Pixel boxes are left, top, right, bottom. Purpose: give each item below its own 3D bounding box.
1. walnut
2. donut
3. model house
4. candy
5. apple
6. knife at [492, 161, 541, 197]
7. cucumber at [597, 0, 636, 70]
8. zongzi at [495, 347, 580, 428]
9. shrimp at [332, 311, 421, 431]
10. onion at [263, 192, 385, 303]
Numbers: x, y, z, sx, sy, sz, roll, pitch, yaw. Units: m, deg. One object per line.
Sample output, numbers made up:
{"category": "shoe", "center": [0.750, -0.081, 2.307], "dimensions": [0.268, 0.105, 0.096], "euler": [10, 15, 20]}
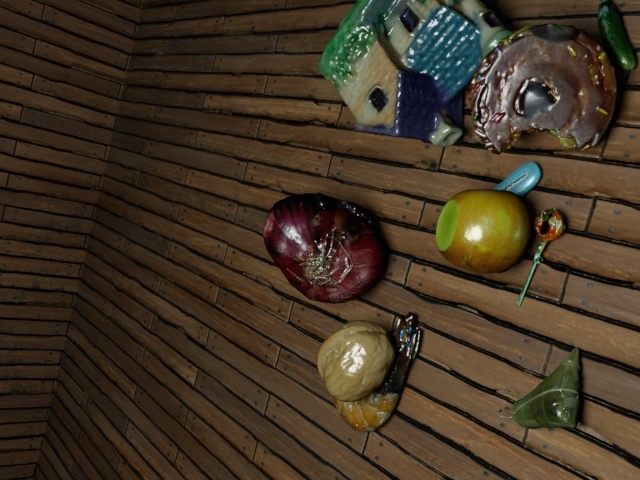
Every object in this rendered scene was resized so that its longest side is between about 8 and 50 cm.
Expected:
{"category": "walnut", "center": [0.067, 0.232, 1.188], "dimensions": [0.166, 0.149, 0.167], "euler": [-40, 27, 26]}
{"category": "donut", "center": [0.364, -0.247, 1.015], "dimensions": [0.230, 0.096, 0.216], "euler": [-11, 102, 19]}
{"category": "model house", "center": [0.200, -0.333, 1.167], "dimensions": [0.312, 0.245, 0.280], "euler": [-46, 58, 36]}
{"category": "candy", "center": [0.377, 0.033, 1.059], "dimensions": [0.055, 0.049, 0.185], "euler": [-110, 33, -70]}
{"category": "apple", "center": [0.290, -0.022, 1.076], "dimensions": [0.163, 0.146, 0.147], "euler": [-116, 34, -74]}
{"category": "knife", "center": [0.316, -0.073, 1.143], "dimensions": [0.222, 0.031, 0.064], "euler": [-39, 52, 35]}
{"category": "cucumber", "center": [0.487, -0.347, 1.015], "dimensions": [0.037, 0.037, 0.155], "euler": [-27, 63, 41]}
{"category": "zongzi", "center": [0.369, 0.250, 1.025], "dimensions": [0.154, 0.062, 0.131], "euler": [-31, 38, 57]}
{"category": "shrimp", "center": [0.102, 0.251, 1.291], "dimensions": [0.222, 0.054, 0.291], "euler": [42, 112, 44]}
{"category": "onion", "center": [-0.001, 0.010, 1.292], "dimensions": [0.221, 0.280, 0.281], "euler": [-49, 50, 24]}
